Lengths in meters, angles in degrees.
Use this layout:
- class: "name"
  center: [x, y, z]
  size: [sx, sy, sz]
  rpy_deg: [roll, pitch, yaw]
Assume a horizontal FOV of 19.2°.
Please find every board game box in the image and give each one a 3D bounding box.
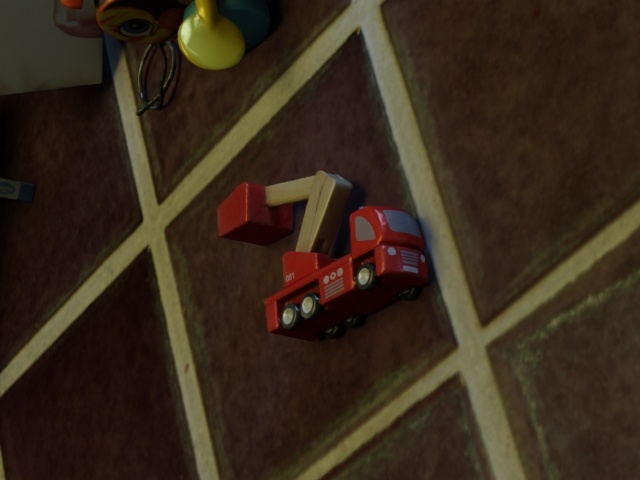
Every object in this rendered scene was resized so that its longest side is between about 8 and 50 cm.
- class: "board game box"
  center: [-0.335, -0.056, 1.813]
  size: [0.090, 0.090, 0.020]
  rpy_deg: [11, 90, 54]

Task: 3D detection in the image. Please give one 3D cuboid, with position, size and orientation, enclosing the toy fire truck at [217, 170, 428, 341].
- class: "toy fire truck"
  center: [0.000, 0.000, 1.395]
  size: [0.192, 0.047, 0.135]
  rpy_deg: [-30, 57, 45]

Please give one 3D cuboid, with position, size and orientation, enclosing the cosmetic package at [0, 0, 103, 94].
- class: "cosmetic package"
  center: [-0.269, -0.294, 1.677]
  size: [0.153, 0.129, 0.296]
  rpy_deg: [47, 138, 50]

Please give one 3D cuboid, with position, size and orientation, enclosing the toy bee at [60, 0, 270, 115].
- class: "toy bee"
  center: [-0.118, -0.200, 1.509]
  size: [0.298, 0.162, 0.195]
  rpy_deg: [-55, 44, 28]
